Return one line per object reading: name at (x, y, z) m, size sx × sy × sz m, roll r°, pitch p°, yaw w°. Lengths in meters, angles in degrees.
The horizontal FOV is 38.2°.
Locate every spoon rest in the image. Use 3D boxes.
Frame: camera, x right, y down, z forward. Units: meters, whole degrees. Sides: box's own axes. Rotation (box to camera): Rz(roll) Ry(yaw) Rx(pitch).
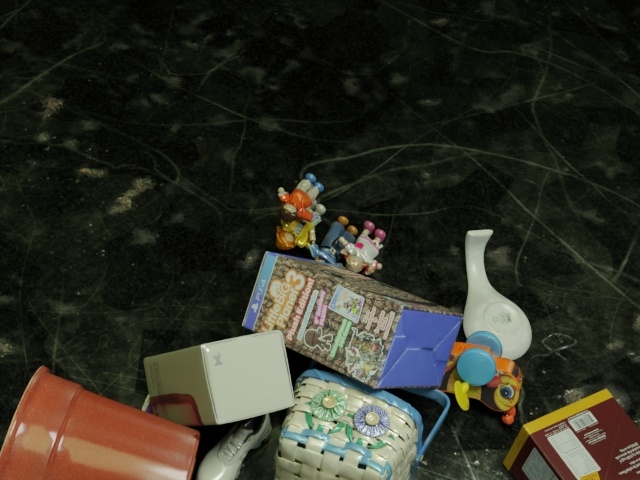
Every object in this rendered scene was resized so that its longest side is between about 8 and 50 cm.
spoon rest at (0.342, 0.116, 1.861) m, size 0.137 × 0.084 × 0.276 m, roll -3°, pitch 62°, yaw -10°

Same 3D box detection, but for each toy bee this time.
toy bee at (0.298, 0.257, 1.677) m, size 0.298 × 0.162 × 0.195 m, roll 7°, pitch 21°, yaw 40°

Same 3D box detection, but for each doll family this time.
doll family at (0.000, 0.000, 1.892) m, size 0.263 × 0.118 × 0.163 m, roll 37°, pitch 44°, yaw 0°

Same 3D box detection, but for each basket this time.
basket at (0.066, 0.310, 1.541) m, size 0.255 × 0.201 × 0.289 m, roll 16°, pitch 31°, yaw 13°

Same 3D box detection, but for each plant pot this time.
plant pot at (-0.336, 0.356, 1.411) m, size 0.265 × 0.272 × 0.272 m, roll 16°, pitch 47°, yaw -6°

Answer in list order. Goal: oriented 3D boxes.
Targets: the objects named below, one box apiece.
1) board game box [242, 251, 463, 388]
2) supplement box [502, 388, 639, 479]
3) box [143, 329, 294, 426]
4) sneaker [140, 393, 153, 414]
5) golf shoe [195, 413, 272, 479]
board game box at (0.058, 0.140, 1.607) m, size 0.291 × 0.141 × 0.232 m, roll 21°, pitch 4°, yaw 34°
supplement box at (0.459, 0.393, 1.581) m, size 0.191 × 0.129 × 0.194 m, roll -17°, pitch 53°, yaw -23°
box at (-0.170, 0.231, 1.516) m, size 0.149 × 0.232 × 0.126 m, roll -8°, pitch 84°, yaw -34°
sneaker at (-0.249, 0.265, 1.626) m, size 0.071 × 0.068 × 0.170 m, roll 42°, pitch 57°, yaw 11°
golf shoe at (-0.148, 0.345, 1.555) m, size 0.069 × 0.086 × 0.176 m, roll 30°, pitch 52°, yaw 15°
